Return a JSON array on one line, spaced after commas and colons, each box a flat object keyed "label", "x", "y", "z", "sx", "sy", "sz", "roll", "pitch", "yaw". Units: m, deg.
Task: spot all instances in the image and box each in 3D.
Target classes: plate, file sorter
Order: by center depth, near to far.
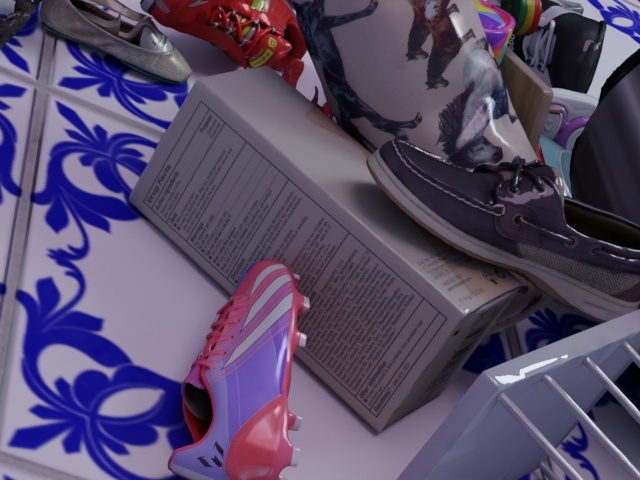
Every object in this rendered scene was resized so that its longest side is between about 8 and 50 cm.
[{"label": "file sorter", "x": 0.199, "y": 0.196, "z": 1.238, "sx": 0.173, "sy": 0.193, "sz": 0.278, "roll": 47, "pitch": 32, "yaw": 20}, {"label": "plate", "x": 0.287, "y": -0.039, "z": 1.769, "sx": 0.188, "sy": 0.024, "sz": 0.188, "roll": 45, "pitch": 28, "yaw": -32}]

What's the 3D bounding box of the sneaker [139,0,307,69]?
[{"label": "sneaker", "x": -0.082, "y": -0.232, "z": 1.669, "sx": 0.118, "sy": 0.107, "sz": 0.279, "roll": 53, "pitch": 19, "yaw": 14}]

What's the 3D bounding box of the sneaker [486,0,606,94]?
[{"label": "sneaker", "x": 0.272, "y": -0.254, "z": 2.064, "sx": 0.146, "sy": 0.122, "sz": 0.330, "roll": 16, "pitch": 14, "yaw": -7}]

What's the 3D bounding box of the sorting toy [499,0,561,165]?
[{"label": "sorting toy", "x": 0.195, "y": -0.106, "z": 1.618, "sx": 0.046, "sy": 0.274, "sz": 0.132, "roll": 4, "pitch": 27, "yaw": -22}]

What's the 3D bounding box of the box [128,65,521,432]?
[{"label": "box", "x": 0.000, "y": 0.000, "z": 1.388, "sx": 0.311, "sy": 0.148, "sz": 0.121, "roll": 43, "pitch": 30, "yaw": 16}]

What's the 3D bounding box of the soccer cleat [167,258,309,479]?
[{"label": "soccer cleat", "x": -0.064, "y": 0.095, "z": 1.242, "sx": 0.095, "sy": 0.083, "sz": 0.248, "roll": 14, "pitch": 39, "yaw": -12}]

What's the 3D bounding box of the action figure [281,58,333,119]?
[{"label": "action figure", "x": 0.007, "y": -0.116, "z": 1.587, "sx": 0.091, "sy": 0.139, "sz": 0.280, "roll": 23, "pitch": 33, "yaw": -14}]

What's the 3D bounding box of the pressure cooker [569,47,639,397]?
[{"label": "pressure cooker", "x": 0.450, "y": 0.028, "z": 1.531, "sx": 0.370, "sy": 0.375, "sz": 0.420, "roll": 17, "pitch": 39, "yaw": -22}]

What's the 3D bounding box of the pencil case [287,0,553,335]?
[{"label": "pencil case", "x": 0.104, "y": -0.124, "z": 1.467, "sx": 0.183, "sy": 0.160, "sz": 0.410, "roll": -31, "pitch": 106, "yaw": -24}]

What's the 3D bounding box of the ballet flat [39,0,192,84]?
[{"label": "ballet flat", "x": -0.196, "y": -0.206, "z": 1.603, "sx": 0.168, "sy": 0.052, "sz": 0.057, "roll": 21, "pitch": 30, "yaw": -21}]

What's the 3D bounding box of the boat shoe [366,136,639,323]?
[{"label": "boat shoe", "x": 0.171, "y": -0.024, "z": 1.355, "sx": 0.285, "sy": 0.092, "sz": 0.103, "roll": 28, "pitch": 22, "yaw": -20}]

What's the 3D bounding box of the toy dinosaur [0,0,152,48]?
[{"label": "toy dinosaur", "x": -0.285, "y": -0.246, "z": 1.534, "sx": 0.118, "sy": 0.064, "sz": 0.268, "roll": -32, "pitch": 46, "yaw": -24}]

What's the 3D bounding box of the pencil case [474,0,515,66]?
[{"label": "pencil case", "x": 0.110, "y": -0.140, "z": 1.613, "sx": 0.104, "sy": 0.236, "sz": 0.104, "roll": 15, "pitch": 30, "yaw": -9}]

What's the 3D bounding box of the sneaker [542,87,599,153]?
[{"label": "sneaker", "x": 0.339, "y": -0.111, "z": 1.945, "sx": 0.305, "sy": 0.114, "sz": 0.152, "roll": 23, "pitch": 22, "yaw": -33}]
